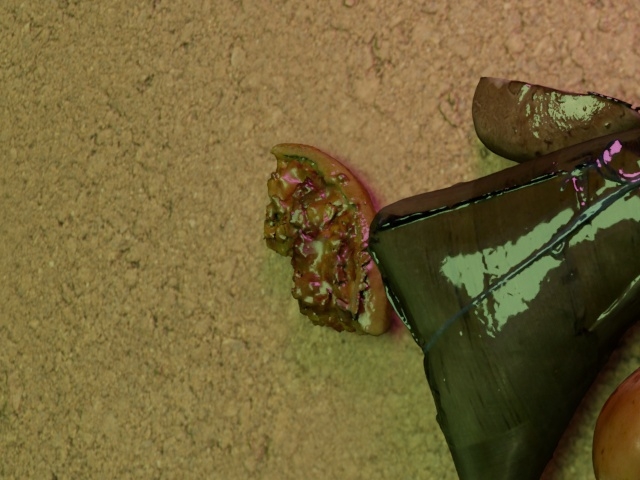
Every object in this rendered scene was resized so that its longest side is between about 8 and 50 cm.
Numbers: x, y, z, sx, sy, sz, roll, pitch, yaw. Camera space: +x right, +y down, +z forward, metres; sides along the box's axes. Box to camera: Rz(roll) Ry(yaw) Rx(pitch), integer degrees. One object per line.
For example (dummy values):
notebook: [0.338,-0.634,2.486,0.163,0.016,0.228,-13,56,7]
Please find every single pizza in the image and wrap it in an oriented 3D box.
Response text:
pizza: [0.000,0.000,1.621,0.161,0.085,0.305,-47,53,23]

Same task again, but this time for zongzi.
zongzi: [0.258,0.099,1.339,0.356,0.174,0.393,-21,76,28]

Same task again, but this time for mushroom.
mushroom: [0.239,-0.124,1.457,0.209,0.072,0.094,22,103,41]

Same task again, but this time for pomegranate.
pomegranate: [0.347,0.196,1.211,0.209,0.209,0.209,-10,73,38]
